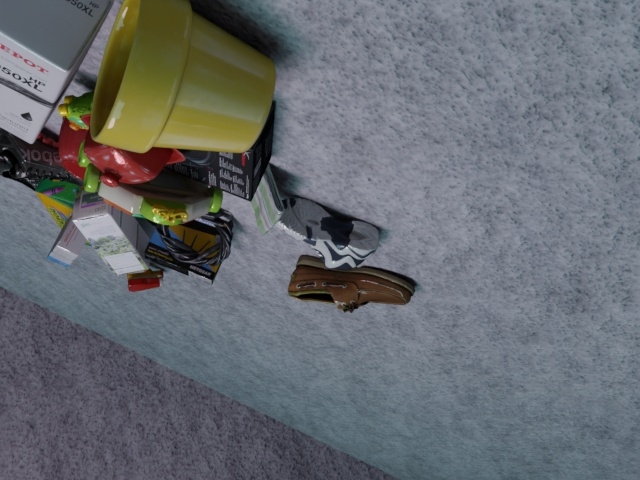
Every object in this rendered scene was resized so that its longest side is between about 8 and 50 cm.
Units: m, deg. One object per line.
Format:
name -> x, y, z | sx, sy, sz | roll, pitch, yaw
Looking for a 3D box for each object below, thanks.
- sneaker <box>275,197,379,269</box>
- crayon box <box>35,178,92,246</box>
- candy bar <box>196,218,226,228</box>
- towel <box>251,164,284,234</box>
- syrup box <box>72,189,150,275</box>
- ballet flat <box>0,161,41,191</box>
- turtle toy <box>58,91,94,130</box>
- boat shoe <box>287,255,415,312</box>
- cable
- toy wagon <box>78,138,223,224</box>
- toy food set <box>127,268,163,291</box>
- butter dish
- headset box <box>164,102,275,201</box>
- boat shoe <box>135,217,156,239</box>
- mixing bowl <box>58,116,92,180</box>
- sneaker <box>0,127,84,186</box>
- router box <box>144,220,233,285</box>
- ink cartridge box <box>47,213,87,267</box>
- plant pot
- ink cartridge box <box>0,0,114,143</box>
sneaker -> 0.000, 0.000, 1.984 | 0.234, 0.094, 0.153 | 13, 149, -3
crayon box -> -0.604, -0.073, 2.396 | 0.165, 0.081, 0.278 | 17, 157, 11
candy bar -> -0.295, -0.059, 2.227 | 0.161, 0.018, 0.040 | 21, 158, 5
towel -> -0.118, -0.082, 1.910 | 0.023, 0.113, 0.152 | -15, 168, -22
syrup box -> -0.494, -0.022, 2.220 | 0.093, 0.096, 0.237 | -11, 142, 10
ballet flat -> -0.774, -0.158, 2.403 | 0.173, 0.049, 0.057 | 23, 157, -2
turtle toy -> -0.455, -0.256, 1.832 | 0.095, 0.130, 0.066 | -7, 117, 2
boat shoe -> 0.069, 0.122, 2.182 | 0.307, 0.104, 0.111 | 9, 154, 29
cable -> -0.297, -0.014, 2.190 | 0.184, 0.047, 0.151 | 9, 114, 4
toy wagon -> -0.329, -0.105, 1.820 | 0.267, 0.068, 0.344 | 9, -155, -23
toy food set -> -0.492, 0.077, 2.618 | 0.104, 0.111, 0.232 | -6, 149, -12
butter dish -> -0.353, -0.148, 1.657 | 0.160, 0.118, 0.160 | -1, 147, 43
headset box -> -0.240, -0.209, 1.717 | 0.293, 0.110, 0.218 | 21, 157, 4
boat shoe -> -0.477, -0.026, 2.382 | 0.075, 0.083, 0.226 | 1, 150, 39
mixing bowl -> -0.498, -0.188, 2.020 | 0.181, 0.098, 0.181 | 19, 157, 9
sneaker -> -0.631, -0.177, 2.121 | 0.276, 0.135, 0.097 | 31, 154, -24
router box -> -0.320, 0.014, 2.260 | 0.178, 0.133, 0.046 | 22, 159, 1
ink cartridge box -> -0.616, -0.006, 2.311 | 0.060, 0.104, 0.180 | 29, 156, -17
plant pot -> -0.211, -0.247, 1.466 | 0.239, 0.254, 0.254 | 14, 162, -25
ink cartridge box -> -0.557, -0.355, 1.604 | 0.285, 0.166, 0.395 | 30, 157, -16
